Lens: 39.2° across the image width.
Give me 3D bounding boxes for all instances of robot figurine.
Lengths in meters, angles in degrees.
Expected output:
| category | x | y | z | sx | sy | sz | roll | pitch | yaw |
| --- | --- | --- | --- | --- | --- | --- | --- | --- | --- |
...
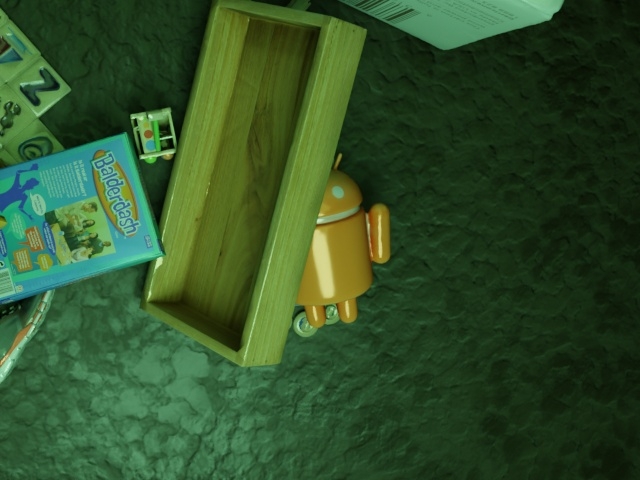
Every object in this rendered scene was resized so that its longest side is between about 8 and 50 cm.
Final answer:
| category | x | y | z | sx | sy | sz | roll | pitch | yaw |
| --- | --- | --- | --- | --- | --- | --- | --- | --- | --- |
| robot figurine | -0.002 | 0.000 | 1.168 | 0.128 | 0.158 | 0.219 | -27 | 114 | -50 |

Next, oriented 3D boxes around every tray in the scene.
| category | x | y | z | sx | sy | sz | roll | pitch | yaw |
| --- | --- | --- | --- | --- | --- | --- | --- | --- | --- |
| tray | -0.089 | -0.076 | 1.100 | 0.076 | 0.203 | 0.410 | 6 | 103 | -50 |

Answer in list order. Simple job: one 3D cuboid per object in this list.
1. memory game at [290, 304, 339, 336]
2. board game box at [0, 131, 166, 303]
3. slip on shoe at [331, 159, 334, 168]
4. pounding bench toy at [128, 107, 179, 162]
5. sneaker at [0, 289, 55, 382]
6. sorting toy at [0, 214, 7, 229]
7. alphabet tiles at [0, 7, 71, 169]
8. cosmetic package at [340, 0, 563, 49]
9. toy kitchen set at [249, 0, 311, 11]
| category | x | y | z | sx | sy | sz | roll | pitch | yaw |
| --- | --- | --- | --- | --- | --- | --- | --- | --- | --- |
| memory game | -0.031 | 0.042 | 1.244 | 0.186 | 0.012 | 0.186 | -2 | 97 | -13 |
| board game box | -0.315 | -0.027 | 1.110 | 0.210 | 0.047 | 0.160 | -16 | 87 | -3 |
| slip on shoe | -0.042 | -0.089 | 1.212 | 0.135 | 0.041 | 0.051 | -18 | 100 | -11 |
| pounding bench toy | -0.211 | -0.133 | 1.145 | 0.052 | 0.083 | 0.065 | -12 | 98 | -12 |
| sneaker | -0.396 | 0.108 | 1.141 | 0.065 | 0.061 | 0.158 | 32 | 86 | -7 |
| sorting toy | -0.487 | 0.086 | 1.008 | 0.348 | 0.196 | 0.047 | -40 | 73 | 19 |
| alphabet tiles | -0.497 | -0.143 | 1.112 | 0.342 | 0.011 | 0.285 | -42 | 104 | -6 |
| cosmetic package | 0.137 | -0.485 | 1.067 | 0.329 | 0.327 | 0.393 | 20 | 90 | -15 |
| toy kitchen set | -0.058 | -0.314 | 1.170 | 0.075 | 0.068 | 0.083 | 40 | 85 | -14 |
